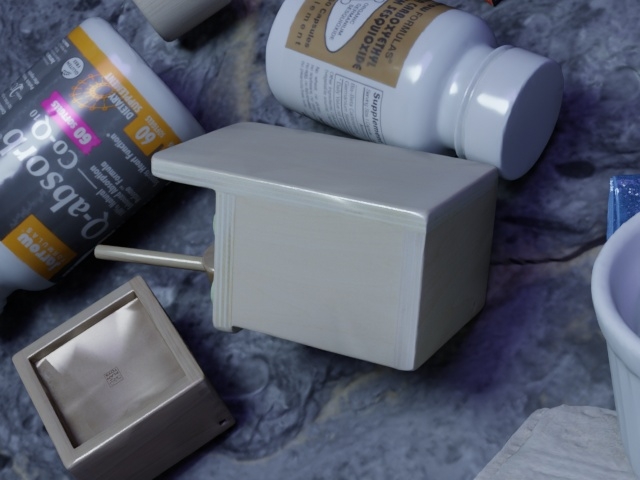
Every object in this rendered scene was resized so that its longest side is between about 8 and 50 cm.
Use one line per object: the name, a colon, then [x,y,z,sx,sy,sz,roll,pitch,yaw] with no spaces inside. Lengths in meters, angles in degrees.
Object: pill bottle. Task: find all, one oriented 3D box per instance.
pill bottle: [0.079,-0.137,0.993,0.229,0.131,0.131,25,76,29]
pill bottle: [-0.251,-0.055,1.064,0.278,0.162,0.162,-43,58,-2]

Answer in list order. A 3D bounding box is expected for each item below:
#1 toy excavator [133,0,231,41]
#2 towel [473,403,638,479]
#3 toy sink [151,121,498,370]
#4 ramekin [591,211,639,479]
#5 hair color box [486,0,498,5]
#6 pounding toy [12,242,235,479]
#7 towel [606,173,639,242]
toy excavator: [-0.245,-0.435,1.233,0.222,0.445,0.433,-34,17,4]
towel: [0.232,0.187,0.753,0.282,0.049,0.187,10,28,33]
toy sink: [0.000,0.000,0.924,0.234,0.153,0.131,12,111,24]
ramekin: [0.312,0.076,0.733,0.277,0.135,0.277,-7,29,4]
hair color box: [0.130,-0.285,1.098,0.072,0.043,0.141,-46,59,-6]
pounding toy: [-0.141,0.088,0.998,0.206,0.094,0.181,-33,53,-8]
towel: [0.256,0.003,0.915,0.067,0.029,0.119,0,65,20]
